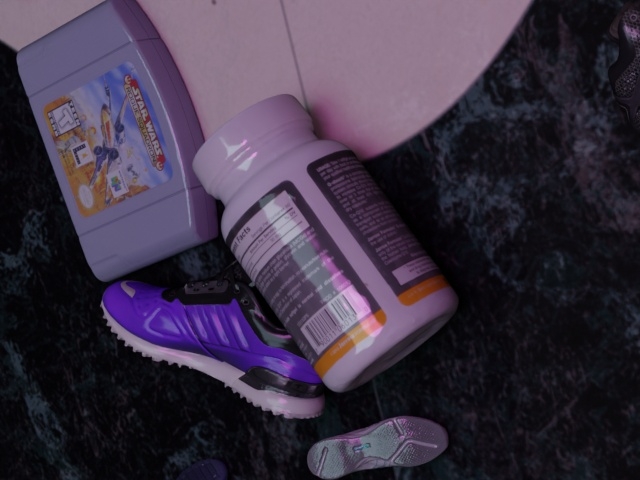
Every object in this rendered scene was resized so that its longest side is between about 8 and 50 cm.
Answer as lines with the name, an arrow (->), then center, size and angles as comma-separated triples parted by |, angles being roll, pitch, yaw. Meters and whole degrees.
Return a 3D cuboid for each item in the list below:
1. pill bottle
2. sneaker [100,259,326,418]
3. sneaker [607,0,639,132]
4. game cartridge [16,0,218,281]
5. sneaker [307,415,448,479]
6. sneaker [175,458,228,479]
pill bottle -> 0.000, 0.000, 1.387 | 0.162, 0.162, 0.278 | -43, 75, 33
sneaker -> -0.105, 0.075, 1.518 | 0.293, 0.102, 0.146 | 22, 108, 23
sneaker -> 0.331, -0.185, 1.168 | 0.130, 0.087, 0.227 | 49, 128, 7
game cartridge -> -0.229, -0.118, 1.579 | 0.198, 0.062, 0.297 | -21, 88, 39
sneaker -> 0.064, 0.216, 1.462 | 0.152, 0.061, 0.054 | -12, 86, 16
sneaker -> -0.151, 0.317, 1.629 | 0.144, 0.059, 0.053 | -50, 40, 15
